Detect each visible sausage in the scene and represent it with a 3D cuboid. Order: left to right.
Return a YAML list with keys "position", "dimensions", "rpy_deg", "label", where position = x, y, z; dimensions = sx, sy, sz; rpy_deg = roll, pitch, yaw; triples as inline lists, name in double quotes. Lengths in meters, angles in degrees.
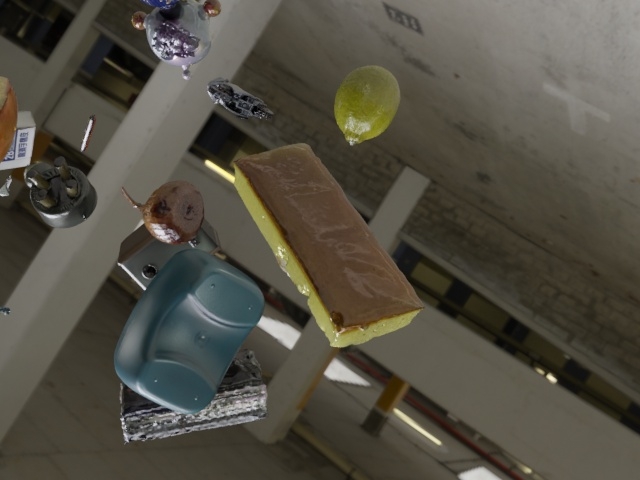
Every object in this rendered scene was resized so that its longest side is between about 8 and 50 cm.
- position: [-0.742, -0.341, 2.126]
  dimensions: [0.025, 0.028, 0.198]
  rpy_deg: [5, 151, -28]
  label: "sausage"

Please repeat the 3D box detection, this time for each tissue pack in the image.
- position: [-0.256, 0.164, 1.271]
  dimensions: [0.198, 0.288, 0.206]
  rpy_deg: [33, 172, -33]
  label: "tissue pack"
- position: [-0.295, 0.345, 1.551]
  dimensions: [0.332, 0.123, 0.245]
  rpy_deg: [-7, -163, -13]
  label: "tissue pack"

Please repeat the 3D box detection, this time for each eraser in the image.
- position: [-0.902, -0.285, 1.929]
  dimensions: [0.068, 0.124, 0.210]
  rpy_deg: [63, 145, 15]
  label: "eraser"

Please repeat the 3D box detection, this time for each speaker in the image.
- position: [-0.409, 0.015, 1.800]
  dimensions: [0.153, 0.230, 0.192]
  rpy_deg: [52, -178, -24]
  label: "speaker"

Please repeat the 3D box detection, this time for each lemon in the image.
- position: [0.126, -0.380, 1.858]
  dimensions: [0.184, 0.249, 0.184]
  rpy_deg: [24, 160, 9]
  label: "lemon"

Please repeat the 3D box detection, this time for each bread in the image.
- position: [0.000, -0.001, 1.008]
  dimensions: [0.361, 0.138, 0.077]
  rpy_deg: [57, 150, 32]
  label: "bread"

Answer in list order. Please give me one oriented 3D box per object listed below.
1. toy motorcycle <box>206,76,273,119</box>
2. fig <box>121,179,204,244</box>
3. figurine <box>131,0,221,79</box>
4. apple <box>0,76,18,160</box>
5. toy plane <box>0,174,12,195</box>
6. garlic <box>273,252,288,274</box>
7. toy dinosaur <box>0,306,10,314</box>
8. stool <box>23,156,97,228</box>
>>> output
- position: [-0.236, -0.394, 1.878]
  dimensions: [0.215, 0.080, 0.122]
  rpy_deg: [15, -158, -43]
  label: "toy motorcycle"
- position: [-0.371, -0.064, 1.516]
  dimensions: [0.201, 0.146, 0.134]
  rpy_deg: [3, 131, 22]
  label: "fig"
- position: [-0.306, -0.486, 1.387]
  dimensions: [0.193, 0.133, 0.274]
  rpy_deg: [9, 140, -4]
  label: "figurine"
- position: [-0.783, -0.203, 1.359]
  dimensions: [0.252, 0.314, 0.309]
  rpy_deg: [39, 138, 0]
  label: "apple"
- position: [-1.155, -0.132, 2.205]
  dimensions: [0.107, 0.182, 0.273]
  rpy_deg: [55, -156, 14]
  label: "toy plane"
- position: [-0.029, -0.008, 1.802]
  dimensions: [0.219, 0.212, 0.219]
  rpy_deg: [58, 170, 17]
  label: "garlic"
- position: [-1.092, 0.175, 1.932]
  dimensions: [0.363, 0.147, 0.076]
  rpy_deg: [44, -174, -44]
  label: "toy dinosaur"
- position: [-0.699, -0.131, 1.741]
  dimensions: [0.227, 0.153, 0.139]
  rpy_deg: [16, 155, 11]
  label: "stool"
